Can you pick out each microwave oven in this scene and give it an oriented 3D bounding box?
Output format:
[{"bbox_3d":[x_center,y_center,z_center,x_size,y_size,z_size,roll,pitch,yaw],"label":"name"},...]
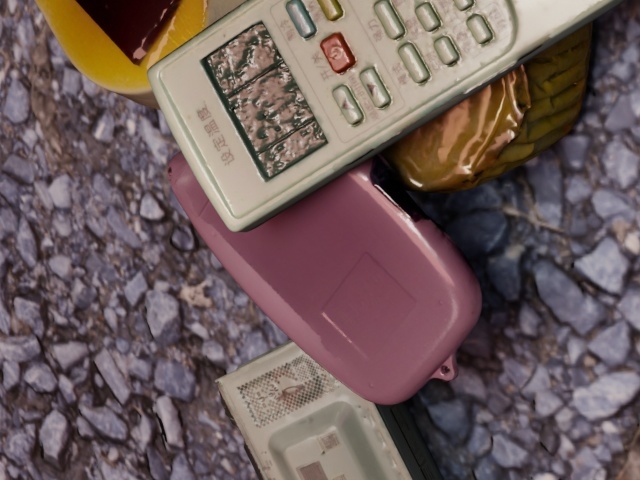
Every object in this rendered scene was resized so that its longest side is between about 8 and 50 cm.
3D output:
[{"bbox_3d":[0.015,0.181,1.340,0.122,0.162,0.208,-28,86,11],"label":"microwave oven"}]

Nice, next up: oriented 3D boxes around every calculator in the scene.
[{"bbox_3d":[-0.001,0.000,1.208,0.294,0.043,0.194,47,132,12],"label":"calculator"}]

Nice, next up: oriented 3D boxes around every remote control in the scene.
[{"bbox_3d":[0.043,-0.145,1.096,0.344,0.050,0.145,-32,83,23],"label":"remote control"}]

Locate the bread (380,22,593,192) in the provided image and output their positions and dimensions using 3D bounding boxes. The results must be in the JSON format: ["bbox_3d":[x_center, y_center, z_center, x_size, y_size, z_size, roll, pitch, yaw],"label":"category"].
[{"bbox_3d":[0.088,-0.169,1.199,0.227,0.142,0.253,8,106,39],"label":"bread"}]

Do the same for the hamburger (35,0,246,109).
[{"bbox_3d":[-0.146,-0.253,1.362,0.227,0.151,0.295,-37,74,35],"label":"hamburger"}]
